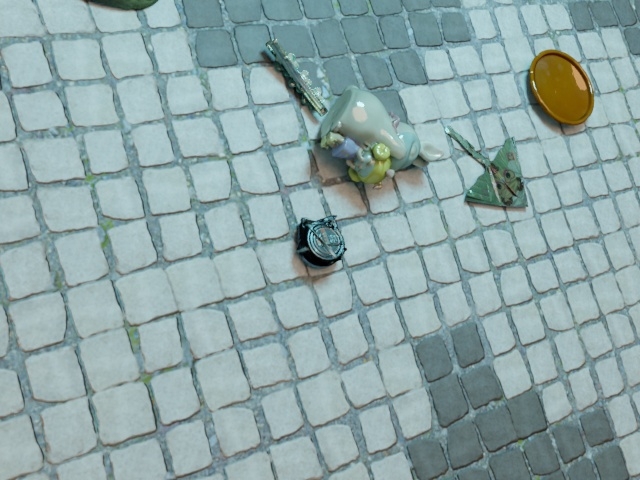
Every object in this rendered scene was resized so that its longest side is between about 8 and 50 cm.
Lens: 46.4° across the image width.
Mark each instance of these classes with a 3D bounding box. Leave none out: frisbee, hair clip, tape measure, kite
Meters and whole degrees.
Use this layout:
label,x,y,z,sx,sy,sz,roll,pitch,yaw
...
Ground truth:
label,x,y,z,sx,sy,sz,roll,pitch,yaw
frisbee,0.556,-0.353,1.737,0.192,0.035,0.192,8,71,-25
hair clip,-0.042,-0.311,1.419,0.049,0.049,0.173,-43,102,-30
tape measure,0.000,0.002,1.342,0.091,0.054,0.094,-4,71,-26
kite,0.360,-0.160,1.596,0.250,0.012,0.229,44,58,-9

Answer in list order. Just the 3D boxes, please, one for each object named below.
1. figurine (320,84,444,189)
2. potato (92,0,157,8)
label,x,y,z,sx,sy,sz,roll,pitch,yaw
figurine,0.122,-0.176,1.417,0.235,0.127,0.155,31,45,-19
potato,-0.367,-0.469,1.295,0.198,0.054,0.119,23,64,-19
